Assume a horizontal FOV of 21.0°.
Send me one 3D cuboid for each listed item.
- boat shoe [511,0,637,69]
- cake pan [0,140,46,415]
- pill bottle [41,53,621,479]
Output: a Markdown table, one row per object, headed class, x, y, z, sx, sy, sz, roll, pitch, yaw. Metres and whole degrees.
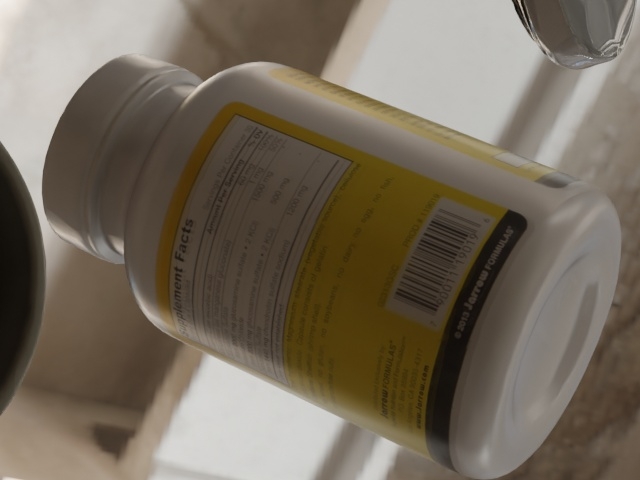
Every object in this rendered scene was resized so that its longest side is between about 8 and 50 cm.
| class | x | y | z | sx | sy | sz | roll | pitch | yaw |
| --- | --- | --- | --- | --- | --- | --- | --- | --- | --- |
| boat shoe | 0.109 | -0.240 | 1.070 | 0.105 | 0.113 | 0.306 | -23 | -104 | 38 |
| cake pan | -0.323 | 0.024 | 1.119 | 0.054 | 0.293 | 0.293 | -4 | -107 | 59 |
| pill bottle | 0.000 | 0.000 | 0.587 | 0.184 | 0.103 | 0.103 | 24 | -83 | 24 |
